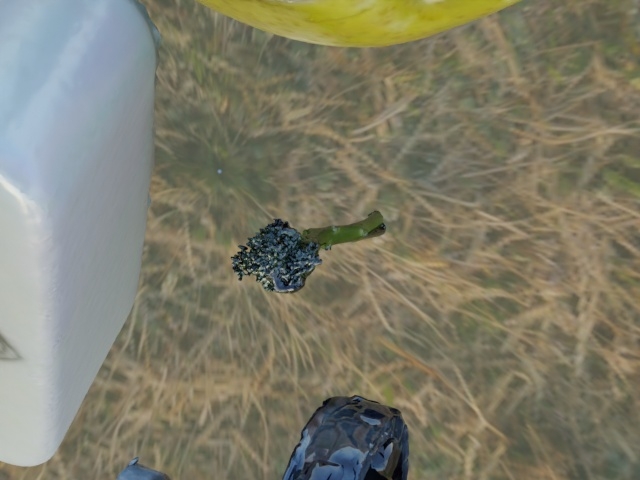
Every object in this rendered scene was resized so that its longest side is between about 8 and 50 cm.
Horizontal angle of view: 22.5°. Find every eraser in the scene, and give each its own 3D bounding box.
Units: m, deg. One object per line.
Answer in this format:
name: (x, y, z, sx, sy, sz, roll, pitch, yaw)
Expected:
eraser: (-0.214, -0.037, 0.892, 0.331, 0.331, 0.150, 27, 52, -4)

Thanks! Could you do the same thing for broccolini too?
broccolini: (-0.001, 0.001, 1.003, 0.044, 0.218, 0.042, 40, 105, 8)

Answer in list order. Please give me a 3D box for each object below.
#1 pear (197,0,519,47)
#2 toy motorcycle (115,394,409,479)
pear: (0.028, -0.266, 0.910, 0.340, 0.191, 0.386, -26, 60, 16)
toy motorcycle: (-0.034, 0.174, 0.539, 0.108, 0.307, 0.173, 14, 114, 18)
